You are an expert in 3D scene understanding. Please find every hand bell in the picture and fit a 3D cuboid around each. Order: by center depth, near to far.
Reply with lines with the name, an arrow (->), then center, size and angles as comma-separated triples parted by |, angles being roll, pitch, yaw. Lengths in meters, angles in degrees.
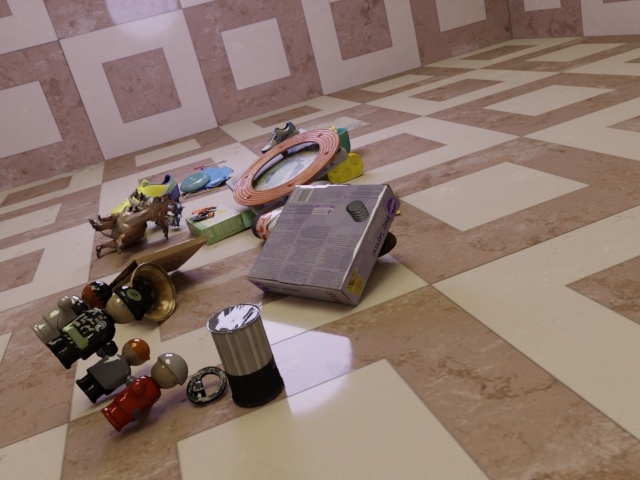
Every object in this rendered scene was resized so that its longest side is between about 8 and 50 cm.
hand bell -> -0.445, 0.142, 1.317 | 0.242, 0.126, 0.126 | -20, 17, 26

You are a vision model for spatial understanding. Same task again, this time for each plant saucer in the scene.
plant saucer -> -0.464, -0.217, 2.230 | 0.120, 0.021, 0.119 | -16, 31, 10

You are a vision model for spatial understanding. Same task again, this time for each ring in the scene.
ring -> -0.092, -0.198, 1.679 | 0.337, 0.032, 0.336 | -25, 31, 16

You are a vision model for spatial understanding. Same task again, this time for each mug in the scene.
mug -> 0.042, -0.340, 2.175 | 0.130, 0.097, 0.157 | -13, 20, 5

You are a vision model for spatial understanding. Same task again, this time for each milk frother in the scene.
milk frother -> -0.148, 0.179, 0.934 | 0.143, 0.134, 0.129 | -22, 21, -18

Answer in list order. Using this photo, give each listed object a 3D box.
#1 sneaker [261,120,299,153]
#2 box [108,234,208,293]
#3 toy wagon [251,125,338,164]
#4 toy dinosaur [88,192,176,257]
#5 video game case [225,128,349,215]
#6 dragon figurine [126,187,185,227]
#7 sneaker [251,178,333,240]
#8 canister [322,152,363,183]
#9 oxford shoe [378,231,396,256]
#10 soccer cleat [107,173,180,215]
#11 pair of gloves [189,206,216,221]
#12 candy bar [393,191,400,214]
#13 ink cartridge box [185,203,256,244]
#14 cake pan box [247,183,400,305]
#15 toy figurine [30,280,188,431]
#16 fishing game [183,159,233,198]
sneaker -> -0.132, -0.317, 1.867 | 0.135, 0.058, 0.052 | -39, 30, -10
box -> -0.375, 0.055, 1.403 | 0.164, 0.021, 0.201 | -36, -8, 41
toy wagon -> -0.084, -0.236, 1.901 | 0.345, 0.068, 0.267 | -31, 30, 2
toy dinosaur -> -0.548, -0.036, 1.783 | 0.200, 0.127, 0.296 | -21, 5, -41
video game case -> -0.108, -0.204, 1.770 | 0.300, 0.036, 0.329 | -37, 30, -8
dragon figurine -> -0.523, -0.097, 1.914 | 0.144, 0.085, 0.289 | 24, -8, -30
sneaker -> -0.033, -0.070, 1.556 | 0.270, 0.090, 0.145 | -31, 27, -29
canister -> 0.045, -0.239, 1.953 | 0.126, 0.073, 0.170 | -23, 21, -17
oxford shoe -> 0.059, 0.022, 1.304 | 0.227, 0.082, 0.096 | -6, -3, 31
soccer cleat -> -0.609, -0.138, 2.061 | 0.094, 0.121, 0.289 | 8, 30, 45
pair of gloves -> -0.333, -0.075, 1.729 | 0.074, 0.010, 0.083 | -14, 24, 3
candy bar -> 0.183, -0.098, 1.577 | 0.040, 0.018, 0.161 | -8, 21, 8
ink cartridge box -> -0.251, -0.069, 1.746 | 0.235, 0.056, 0.171 | -25, 23, -21
cake pan box -> 0.000, 0.000, 1.231 | 0.267, 0.070, 0.245 | 3, 57, 40
toy figurine -> -0.334, 0.170, 0.975 | 0.148, 0.213, 0.210 | -40, 25, -25
fishing game -> -0.416, -0.228, 2.280 | 0.189, 0.041, 0.264 | -15, 30, 3
